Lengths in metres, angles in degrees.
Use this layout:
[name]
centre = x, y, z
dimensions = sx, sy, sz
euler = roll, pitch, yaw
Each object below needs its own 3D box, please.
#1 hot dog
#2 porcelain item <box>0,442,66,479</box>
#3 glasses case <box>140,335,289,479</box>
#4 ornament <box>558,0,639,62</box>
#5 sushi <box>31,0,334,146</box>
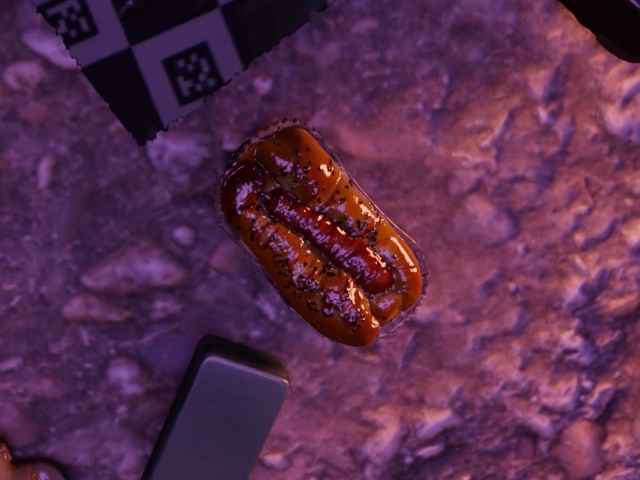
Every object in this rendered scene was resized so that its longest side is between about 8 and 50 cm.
[hot dog]
centre = 0.000, 0.000, 0.641
dimensions = 0.108, 0.059, 0.191
euler = -42, 106, 0
[porcelain item]
centre = -0.228, 0.224, 0.674
dimensions = 0.084, 0.054, 0.213
euler = -31, 107, -1
[glasses case]
centre = -0.094, 0.173, 0.685
dimensions = 0.078, 0.039, 0.184
euler = 21, 102, -14
[ornament]
centre = 0.234, -0.283, 0.577
dimensions = 0.251, 0.106, 0.260
euler = 36, 91, -14
[sushi]
centre = -0.083, -0.282, 0.534
dimensions = 0.320, 0.069, 0.339
euler = -37, 92, 12
